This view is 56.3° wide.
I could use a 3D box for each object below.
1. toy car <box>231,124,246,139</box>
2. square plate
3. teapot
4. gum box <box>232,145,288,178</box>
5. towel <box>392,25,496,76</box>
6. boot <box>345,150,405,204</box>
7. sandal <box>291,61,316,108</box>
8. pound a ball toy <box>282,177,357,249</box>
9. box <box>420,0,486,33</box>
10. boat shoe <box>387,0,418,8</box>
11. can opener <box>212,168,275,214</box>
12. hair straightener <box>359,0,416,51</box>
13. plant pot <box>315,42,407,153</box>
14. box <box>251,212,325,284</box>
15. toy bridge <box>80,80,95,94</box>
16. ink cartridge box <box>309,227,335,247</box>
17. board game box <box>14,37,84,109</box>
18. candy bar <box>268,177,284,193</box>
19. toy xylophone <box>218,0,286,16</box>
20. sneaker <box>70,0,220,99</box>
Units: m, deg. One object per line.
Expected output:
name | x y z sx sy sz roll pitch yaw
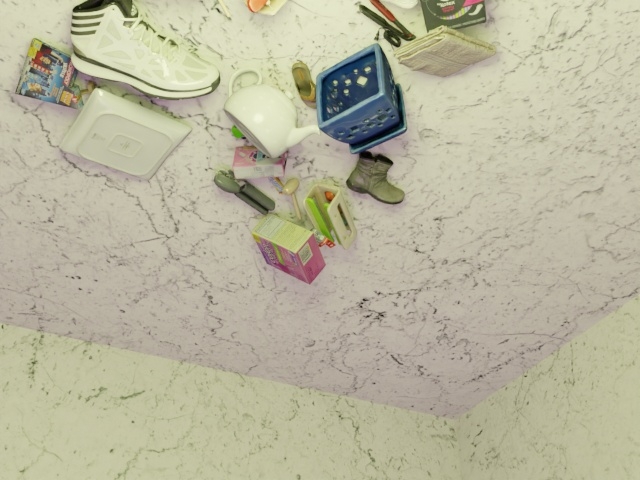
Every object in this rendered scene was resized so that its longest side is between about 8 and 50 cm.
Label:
toy car | -0.195 -0.404 2.023 0.225 0.053 0.239 -12 137 17
square plate | -0.678 -0.342 2.075 0.344 0.049 0.347 19 140 -35
teapot | -0.162 -0.393 1.840 0.187 0.252 0.256 -47 122 -4
gum box | -0.210 -0.281 2.128 0.189 0.107 0.062 -2 140 5
towel | 0.358 -0.535 1.718 0.282 0.049 0.187 -3 173 -43
boot | 0.229 -0.229 2.197 0.247 0.083 0.161 16 133 -18
sandal | -0.044 -0.487 1.919 0.072 0.049 0.180 -12 138 17
pound a ball toy | 0.009 -0.123 2.316 0.208 0.135 0.319 18 152 31
box | 0.332 -0.705 1.568 0.165 0.143 0.270 -11 138 15
boat shoe | 0.182 -0.680 1.608 0.066 0.184 0.063 -40 148 -20
can opener | -0.294 -0.172 2.272 0.076 0.095 0.283 -29 131 33
hair straightener | 0.197 -0.621 1.761 0.231 0.047 0.089 27 135 -32
plant pot | 0.138 -0.421 1.857 0.236 0.235 0.212 -22 141 27
box | -0.127 0.033 2.404 0.243 0.117 0.213 25 152 32
toy bridge | -0.835 -0.501 1.958 0.188 0.026 0.063 6 140 -4
ink cartridge box | 0.000 0.000 2.359 0.115 0.029 0.063 37 157 -10
board game box | -0.833 -0.509 1.892 0.194 0.060 0.194 26 115 -15
candy bar | -0.178 -0.232 2.256 0.040 0.018 0.161 -17 136 22
toy xylophone | -0.201 -0.716 1.531 0.081 0.236 0.322 9 152 38
sneaker | -0.510 -0.575 1.742 0.448 0.169 0.257 11 141 -6
